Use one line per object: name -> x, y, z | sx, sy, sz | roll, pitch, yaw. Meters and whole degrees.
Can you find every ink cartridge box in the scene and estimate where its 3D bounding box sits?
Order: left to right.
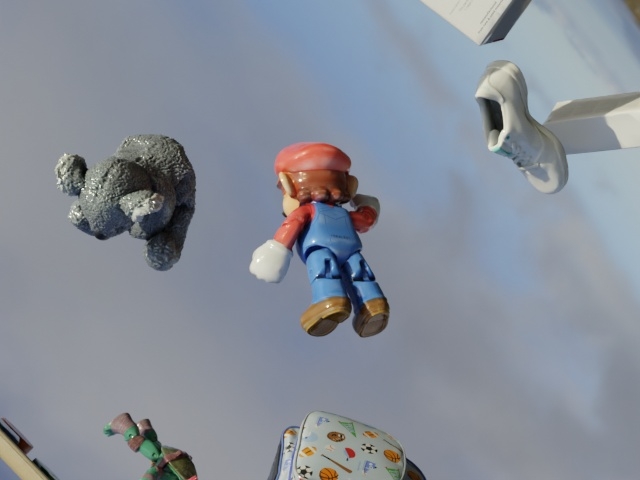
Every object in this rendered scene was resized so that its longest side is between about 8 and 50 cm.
ink cartridge box -> 0.110, -0.230, 1.015 | 0.135, 0.056, 0.099 | 39, -158, 9

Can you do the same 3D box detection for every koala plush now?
koala plush -> -0.300, -0.073, 1.810 | 0.196, 0.203, 0.221 | 26, -174, 13

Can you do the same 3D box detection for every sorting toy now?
sorting toy -> -0.354, 0.328, 1.573 | 0.307, 0.041, 0.229 | 44, 163, 7

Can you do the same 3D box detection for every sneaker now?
sneaker -> 0.265, -0.136, 1.627 | 0.212, 0.080, 0.094 | 57, -133, -22

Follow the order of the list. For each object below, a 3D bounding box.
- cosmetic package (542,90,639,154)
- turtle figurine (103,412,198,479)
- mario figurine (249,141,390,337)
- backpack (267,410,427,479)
cosmetic package -> 0.456, -0.175, 1.738 | 0.099, 0.239, 0.060 | -45, -55, -56
turtle figurine -> -0.269, 0.399, 2.015 | 0.234, 0.118, 0.175 | 49, 167, 28
mario figurine -> 0.000, 0.000, 1.744 | 0.198, 0.170, 0.320 | 39, -148, -54
backpack -> 0.046, 0.416, 1.924 | 0.263, 0.213, 0.276 | 19, -147, -4
